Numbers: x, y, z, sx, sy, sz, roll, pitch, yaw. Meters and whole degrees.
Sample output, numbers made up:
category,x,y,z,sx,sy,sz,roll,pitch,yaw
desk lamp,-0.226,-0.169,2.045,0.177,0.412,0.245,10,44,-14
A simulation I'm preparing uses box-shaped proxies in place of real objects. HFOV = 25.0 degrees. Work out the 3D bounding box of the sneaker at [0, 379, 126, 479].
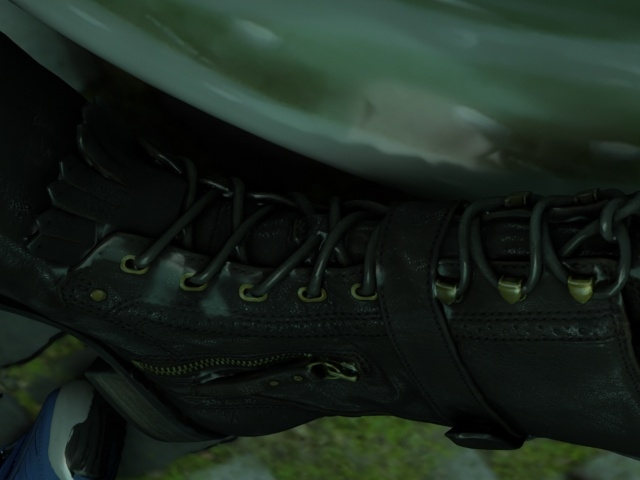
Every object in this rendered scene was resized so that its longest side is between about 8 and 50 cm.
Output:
category,x,y,z,sx,sy,sz,roll,pitch,yaw
sneaker,-0.147,0.138,0.663,0.081,0.080,0.211,23,128,-7

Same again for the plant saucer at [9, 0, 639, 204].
category,x,y,z,sx,sy,sz,roll,pitch,yaw
plant saucer,0.046,-0.115,0.341,0.400,0.100,0.400,19,164,6

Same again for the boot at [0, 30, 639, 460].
category,x,y,z,sx,sy,sz,roll,pitch,yaw
boot,0.000,0.000,0.476,0.229,0.091,0.263,-2,148,31
